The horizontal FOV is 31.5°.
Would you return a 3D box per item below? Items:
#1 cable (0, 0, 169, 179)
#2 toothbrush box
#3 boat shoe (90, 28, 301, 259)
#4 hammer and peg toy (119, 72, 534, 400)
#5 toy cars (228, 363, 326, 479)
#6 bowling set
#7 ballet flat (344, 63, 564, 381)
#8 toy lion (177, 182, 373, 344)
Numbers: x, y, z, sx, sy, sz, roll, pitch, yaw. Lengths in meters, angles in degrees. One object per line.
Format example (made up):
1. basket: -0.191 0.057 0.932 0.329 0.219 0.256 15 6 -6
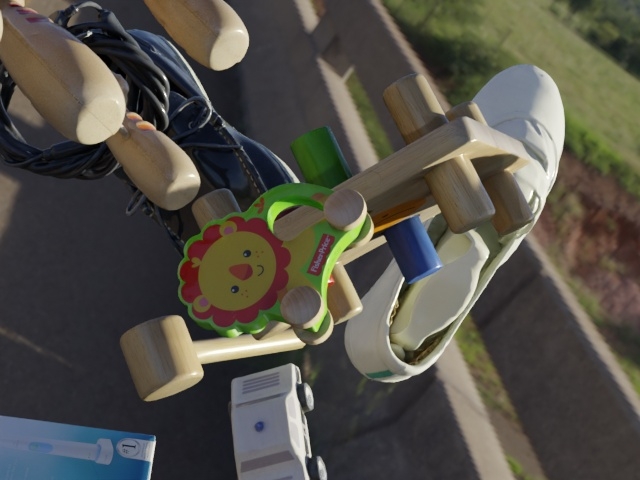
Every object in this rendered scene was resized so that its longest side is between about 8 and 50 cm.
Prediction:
1. cable: -0.229 -0.126 1.052 0.150 0.184 0.047 44 23 -25
2. toothbrush box: -0.390 0.369 1.560 0.295 0.126 0.216 9 44 -7
3. boat shoe: -0.175 -0.099 1.419 0.156 0.187 0.500 19 29 -53
4. hammer and peg toy: 0.000 0.000 0.981 0.127 0.361 0.266 64 19 9
5. toy cars: -0.114 0.306 1.267 0.176 0.394 0.087 23 -19 29
6. bowling set: -0.124 -0.161 0.668 0.154 0.200 0.287 46 0 28
7. ballet flat: 0.168 -0.015 1.225 0.139 0.400 0.139 32 -7 4
8. toy lion: -0.030 0.010 0.644 0.096 0.100 0.034 17 -19 21
